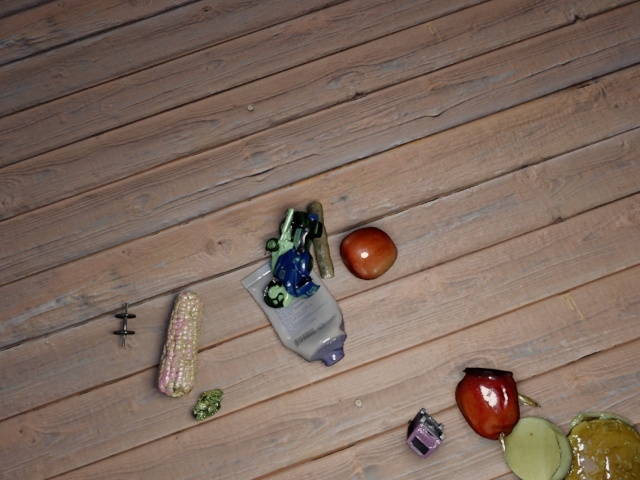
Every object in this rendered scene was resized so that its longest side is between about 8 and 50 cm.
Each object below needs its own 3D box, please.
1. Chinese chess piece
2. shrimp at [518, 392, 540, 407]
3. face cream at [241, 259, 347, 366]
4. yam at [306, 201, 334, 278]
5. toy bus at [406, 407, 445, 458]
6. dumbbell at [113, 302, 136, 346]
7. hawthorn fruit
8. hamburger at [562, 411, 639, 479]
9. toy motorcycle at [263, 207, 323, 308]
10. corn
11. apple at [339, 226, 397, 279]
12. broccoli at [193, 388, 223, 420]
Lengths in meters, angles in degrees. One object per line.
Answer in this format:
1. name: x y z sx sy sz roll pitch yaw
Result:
1. Chinese chess piece: 0.630 0.612 1.451 0.189 0.083 0.188 -24 56 42
2. shrimp: 0.623 0.520 1.551 0.115 0.023 0.083 15 79 13
3. face cream: -0.064 0.226 1.636 0.235 0.137 0.420 -35 68 -3
4. yam: 0.000 0.000 1.713 0.061 0.061 0.273 -11 75 1
5. toy bus: 0.306 0.571 1.480 0.087 0.178 0.098 39 93 13
6. dumbbell: -0.656 0.282 1.671 0.070 0.069 0.147 -3 74 3
7. hawthorn fruit: 0.510 0.491 1.478 0.190 0.189 0.251 -18 66 -1
8. hamburger: 0.831 0.651 1.445 0.266 0.134 0.284 0 77 6
9. toy motorcycle: -0.080 0.063 1.613 0.197 0.125 0.330 4 75 32
10. corn: -0.455 0.337 1.621 0.127 0.126 0.334 2 73 4
11. apple: 0.155 0.040 1.627 0.169 0.181 0.181 -36 76 -4
12. broccoli: -0.355 0.521 1.579 0.097 0.092 0.095 -1 88 -15
